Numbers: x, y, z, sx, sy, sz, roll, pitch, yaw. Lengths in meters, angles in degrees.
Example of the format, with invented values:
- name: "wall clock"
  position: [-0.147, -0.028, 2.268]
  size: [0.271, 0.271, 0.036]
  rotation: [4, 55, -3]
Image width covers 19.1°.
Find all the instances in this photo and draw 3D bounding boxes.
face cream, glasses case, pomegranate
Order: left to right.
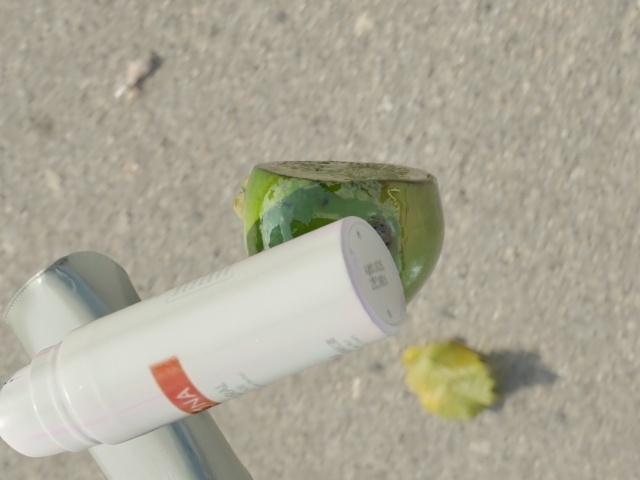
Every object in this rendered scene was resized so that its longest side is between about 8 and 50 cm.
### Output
- name: "glasses case"
  position: [-0.167, 0.155, 1.719]
  size: [0.128, 0.083, 0.308]
  rotation: [-28, 95, 43]
- name: "face cream"
  position: [-0.105, 0.086, 1.482]
  size: [0.346, 0.102, 0.102]
  rotation: [-23, 110, 23]
- name: "pomegranate"
  position: [-0.003, 0.002, 1.811]
  size: [0.241, 0.190, 0.159]
  rotation: [10, 101, 25]
